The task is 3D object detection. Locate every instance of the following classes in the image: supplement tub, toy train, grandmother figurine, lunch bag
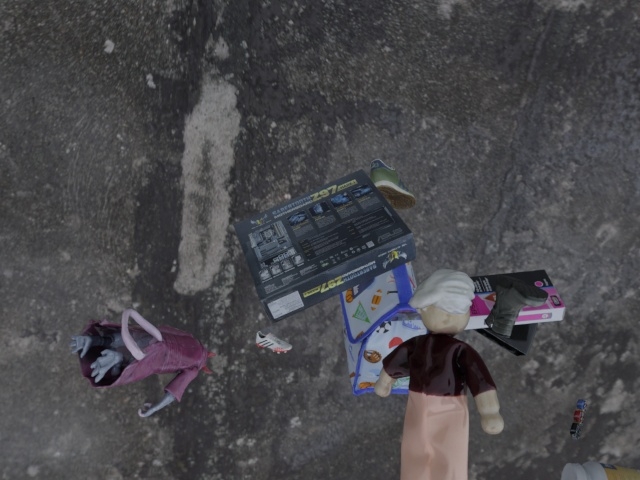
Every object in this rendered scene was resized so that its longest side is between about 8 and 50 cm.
[{"bbox_3d":[0.623,0.547,1.072,0.199,0.144,0.145,7,124,9],"label":"supplement tub"},{"bbox_3d":[0.807,0.553,1.611,0.027,0.158,0.036,-17,110,44],"label":"toy train"},{"bbox_3d":[0.162,0.210,0.721,0.104,0.207,0.343,15,80,-52],"label":"grandmother figurine"},{"bbox_3d":[0.170,0.185,1.410,0.238,0.328,0.386,-1,134,-6],"label":"lunch bag"}]

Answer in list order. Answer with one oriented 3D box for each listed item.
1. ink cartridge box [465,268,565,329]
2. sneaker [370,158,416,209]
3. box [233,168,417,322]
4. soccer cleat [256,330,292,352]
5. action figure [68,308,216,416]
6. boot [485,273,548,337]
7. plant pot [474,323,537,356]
[{"bbox_3d":[0.538,0.185,1.597,0.370,0.176,0.069,-8,127,5],"label":"ink cartridge box"},{"bbox_3d":[0.175,-0.139,1.244,0.064,0.086,0.192,-20,159,28],"label":"sneaker"},{"bbox_3d":[0.000,0.000,0.775,0.232,0.183,0.059,-24,133,-6],"label":"box"},{"bbox_3d":[-0.099,0.212,1.080,0.083,0.029,0.036,8,110,24],"label":"soccer cleat"},{"bbox_3d":[-0.390,0.259,1.253,0.275,0.248,0.370,-43,143,24],"label":"action figure"},{"bbox_3d":[0.521,0.190,1.378,0.083,0.246,0.161,13,96,-1],"label":"boot"},{"bbox_3d":[0.662,0.284,1.802,0.167,0.188,0.187,-56,163,-5],"label":"plant pot"}]
